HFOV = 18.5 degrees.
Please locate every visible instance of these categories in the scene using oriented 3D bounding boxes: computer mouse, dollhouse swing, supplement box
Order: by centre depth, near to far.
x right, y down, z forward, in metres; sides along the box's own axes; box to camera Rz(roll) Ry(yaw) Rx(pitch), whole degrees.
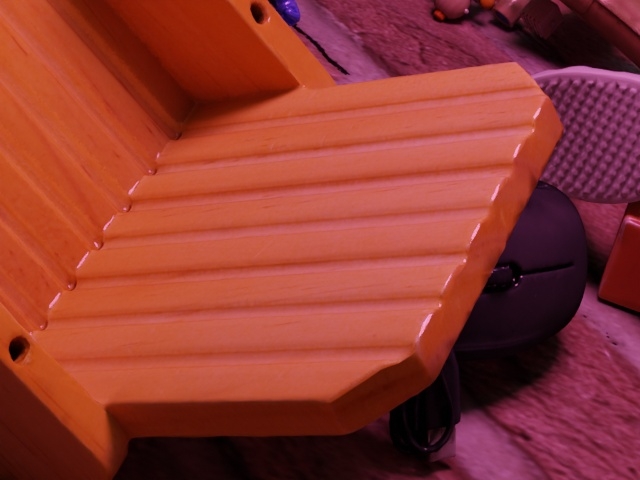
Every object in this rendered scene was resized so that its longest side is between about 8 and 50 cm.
[{"bbox_3d":[-0.092,-0.069,1.147,0.315,0.305,0.347,49,48,-20],"label":"dollhouse swing"},{"bbox_3d":[0.126,0.029,1.346,0.072,0.188,0.272,0,11,28],"label":"computer mouse"},{"bbox_3d":[0.285,-0.025,1.579,0.080,0.078,0.233,19,31,7],"label":"supplement box"}]

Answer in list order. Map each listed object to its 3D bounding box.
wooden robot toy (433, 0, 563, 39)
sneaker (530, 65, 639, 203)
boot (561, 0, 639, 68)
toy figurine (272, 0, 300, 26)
[{"bbox_3d":[0.145,-0.235,1.900,0.173,0.076,0.079,39,81,16],"label":"wooden robot toy"},{"bbox_3d":[0.204,-0.094,1.562,0.282,0.102,0.161,5,12,38],"label":"sneaker"},{"bbox_3d":[0.327,-0.188,1.842,0.269,0.089,0.236,43,28,18],"label":"boot"},{"bbox_3d":[-0.126,-0.226,1.639,0.363,0.191,0.217,-12,75,-34],"label":"toy figurine"}]
